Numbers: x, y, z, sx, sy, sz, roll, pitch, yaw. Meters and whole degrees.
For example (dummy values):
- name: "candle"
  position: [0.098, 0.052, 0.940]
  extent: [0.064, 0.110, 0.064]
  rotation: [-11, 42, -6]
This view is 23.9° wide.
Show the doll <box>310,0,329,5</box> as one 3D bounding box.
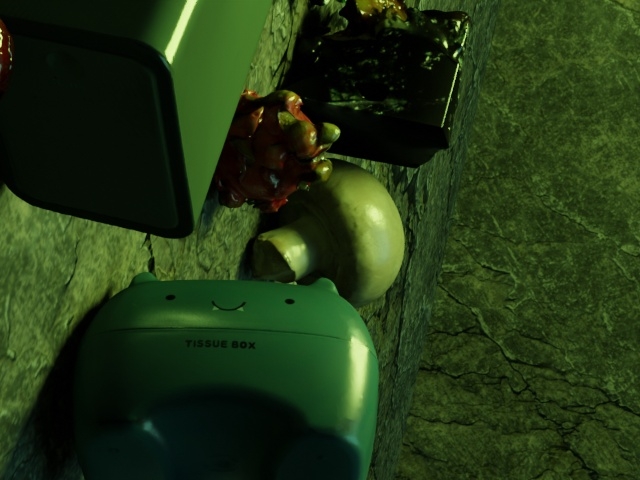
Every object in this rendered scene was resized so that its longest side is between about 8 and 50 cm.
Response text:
- name: "doll"
  position: [0.002, -0.365, 1.752]
  extent: [0.219, 0.067, 0.091]
  rotation: [85, 28, -52]

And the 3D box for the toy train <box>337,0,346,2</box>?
- name: "toy train"
  position: [-0.009, -0.342, 1.525]
  extent: [0.243, 0.132, 0.188]
  rotation: [-101, -156, -79]

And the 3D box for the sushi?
- name: "sushi"
  position: [0.088, -0.218, 1.942]
  extent: [0.227, 0.215, 0.212]
  rotation: [50, 55, -73]

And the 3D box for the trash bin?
- name: "trash bin"
  position: [-0.132, -0.210, 1.181]
  extent: [0.223, 0.158, 0.343]
  rotation: [87, 17, -56]

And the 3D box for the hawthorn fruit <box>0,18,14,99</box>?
- name: "hawthorn fruit"
  position: [-0.246, -0.117, 0.978]
  extent: [0.093, 0.093, 0.093]
  rotation: [15, 90, -77]

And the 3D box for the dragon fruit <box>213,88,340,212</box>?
- name: "dragon fruit"
  position: [-0.050, -0.103, 1.683]
  extent: [0.150, 0.207, 0.133]
  rotation: [10, 79, -35]

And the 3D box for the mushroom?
- name: "mushroom"
  position: [0.000, 0.000, 1.956]
  extent: [0.204, 0.204, 0.204]
  rotation: [15, 90, -77]

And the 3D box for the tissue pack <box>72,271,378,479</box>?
- name: "tissue pack"
  position: [-0.088, 0.145, 1.459]
  extent: [0.198, 0.287, 0.206]
  rotation: [88, 4, -49]
